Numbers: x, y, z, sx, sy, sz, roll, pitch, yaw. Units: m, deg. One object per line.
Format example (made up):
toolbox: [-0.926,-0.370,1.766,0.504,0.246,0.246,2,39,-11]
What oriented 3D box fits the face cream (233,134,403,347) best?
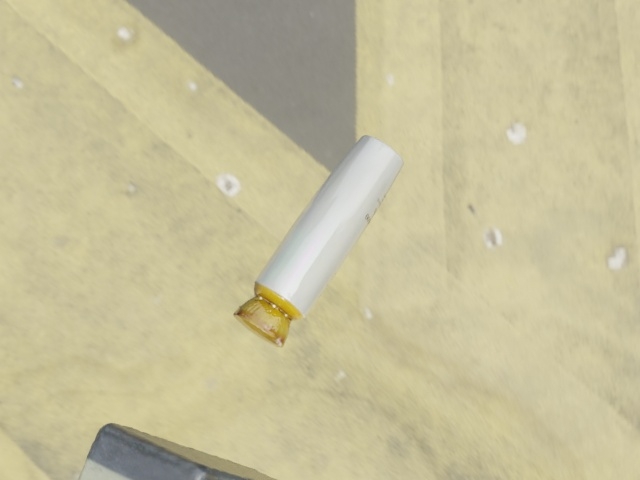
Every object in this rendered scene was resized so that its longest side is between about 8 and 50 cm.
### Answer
face cream: [0.000,0.000,1.201,0.051,0.072,0.182,34,79,3]

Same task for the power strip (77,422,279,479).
power strip: [-0.080,0.211,1.207,0.105,0.257,0.070,20,84,31]
